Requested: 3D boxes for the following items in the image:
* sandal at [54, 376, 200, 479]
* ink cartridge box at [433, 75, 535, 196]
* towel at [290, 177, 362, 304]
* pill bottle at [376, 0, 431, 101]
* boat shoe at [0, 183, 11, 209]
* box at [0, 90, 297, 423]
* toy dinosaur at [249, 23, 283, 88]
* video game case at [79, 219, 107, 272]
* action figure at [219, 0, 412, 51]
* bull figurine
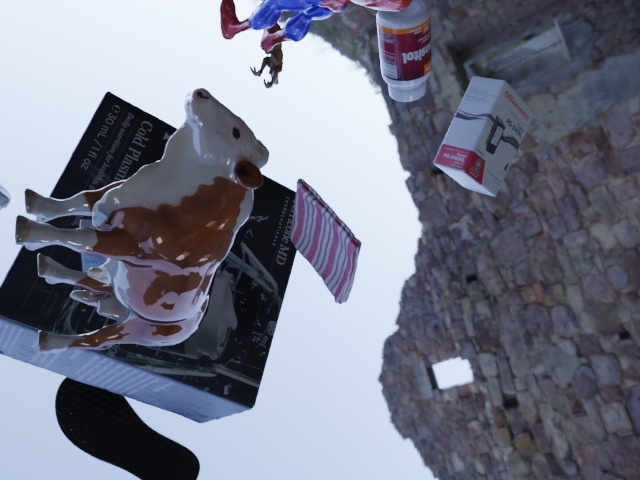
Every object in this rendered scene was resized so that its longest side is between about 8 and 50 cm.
[{"bbox_3d":[-0.525,0.527,1.582,0.446,0.107,0.167,44,-116,-12],"label":"sandal"},{"bbox_3d":[0.254,-0.160,0.914,0.109,0.063,0.150,25,-89,-44],"label":"ink cartridge box"},{"bbox_3d":[0.000,0.000,1.037,0.029,0.144,0.197,-18,-131,-28],"label":"towel"},{"bbox_3d":[0.141,-0.311,0.981,0.152,0.086,0.086,76,-168,-47],"label":"pill bottle"},{"bbox_3d":[-0.838,-0.174,1.291,0.335,0.119,0.121,55,167,-26],"label":"boat shoe"},{"bbox_3d":[-0.332,0.054,1.197,0.472,0.297,0.479,27,-122,-23],"label":"box"},{"bbox_3d":[-0.106,-0.396,1.366,0.064,0.211,0.112,31,-118,10],"label":"toy dinosaur"},{"bbox_3d":[-0.278,0.018,0.899,0.157,0.143,0.019,-1,-126,-20],"label":"video game case"},{"bbox_3d":[0.004,-0.277,0.578,0.091,0.280,0.139,1,-83,-39],"label":"action figure"},{"bbox_3d":[-0.157,0.006,0.530,0.188,0.310,0.101,-1,-130,-20],"label":"bull figurine"}]
